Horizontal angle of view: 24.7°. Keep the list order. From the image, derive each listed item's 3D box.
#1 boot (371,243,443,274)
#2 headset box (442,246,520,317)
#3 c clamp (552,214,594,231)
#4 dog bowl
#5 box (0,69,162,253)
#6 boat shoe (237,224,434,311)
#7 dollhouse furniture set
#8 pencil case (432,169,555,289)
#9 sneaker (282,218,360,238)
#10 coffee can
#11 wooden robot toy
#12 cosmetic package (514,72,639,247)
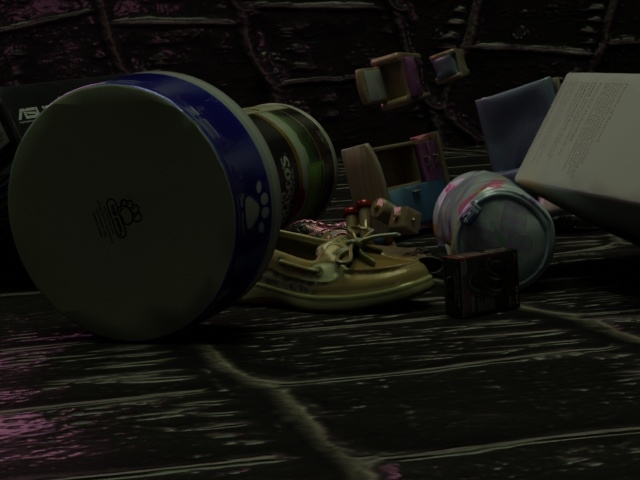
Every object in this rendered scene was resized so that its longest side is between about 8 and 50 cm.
[{"bbox_3d":[0.083,0.027,1.725,0.118,0.042,0.087,-10,12,-36],"label":"boot"},{"bbox_3d":[0.161,0.043,1.486,0.083,0.062,0.032,-8,8,-32],"label":"headset box"},{"bbox_3d":[0.397,-0.028,2.040,0.160,0.022,0.137,-2,8,15],"label":"c clamp"},{"bbox_3d":[-0.179,-0.035,1.473,0.265,0.265,0.104,-1,11,23],"label":"dog bowl"},{"bbox_3d":[-0.420,-0.087,1.996,0.395,0.097,0.318,-34,-12,36],"label":"box"},{"bbox_3d":[-0.010,0.024,1.600,0.285,0.089,0.104,1,9,31],"label":"boat shoe"},{"bbox_3d":[0.207,-0.149,2.031,0.303,0.286,0.198,-13,1,35],"label":"dollhouse furniture set"},{"bbox_3d":[0.196,-0.013,1.700,0.113,0.124,0.273,35,7,-5],"label":"pencil case"},{"bbox_3d":[0.000,0.000,1.973,0.119,0.047,0.057,-4,19,4],"label":"sneaker"},{"bbox_3d":[-0.113,-0.087,2.056,0.201,0.201,0.275,-1,8,20],"label":"coffee can"},{"bbox_3d":[0.073,-0.005,1.825,0.079,0.076,0.173,25,-35,-34],"label":"wooden robot toy"},{"bbox_3d":[0.394,-0.071,1.590,0.217,0.156,0.385,26,-2,-17],"label":"cosmetic package"}]
